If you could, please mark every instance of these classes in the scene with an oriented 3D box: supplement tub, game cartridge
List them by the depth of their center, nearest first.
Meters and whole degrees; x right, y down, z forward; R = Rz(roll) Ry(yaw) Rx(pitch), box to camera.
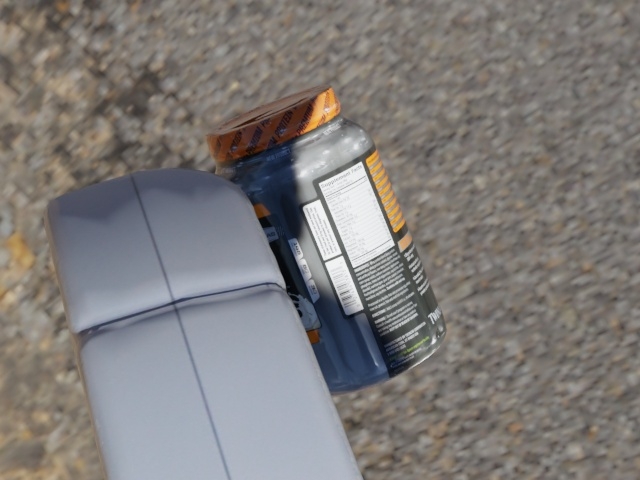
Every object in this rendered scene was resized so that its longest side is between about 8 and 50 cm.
[{"bbox_3d":[-0.002,0.132,0.408,0.060,0.196,0.294,-17,50,-5],"label":"game cartridge"},{"bbox_3d":[0.000,0.000,1.253,0.117,0.117,0.190,-29,102,-32],"label":"supplement tub"}]
